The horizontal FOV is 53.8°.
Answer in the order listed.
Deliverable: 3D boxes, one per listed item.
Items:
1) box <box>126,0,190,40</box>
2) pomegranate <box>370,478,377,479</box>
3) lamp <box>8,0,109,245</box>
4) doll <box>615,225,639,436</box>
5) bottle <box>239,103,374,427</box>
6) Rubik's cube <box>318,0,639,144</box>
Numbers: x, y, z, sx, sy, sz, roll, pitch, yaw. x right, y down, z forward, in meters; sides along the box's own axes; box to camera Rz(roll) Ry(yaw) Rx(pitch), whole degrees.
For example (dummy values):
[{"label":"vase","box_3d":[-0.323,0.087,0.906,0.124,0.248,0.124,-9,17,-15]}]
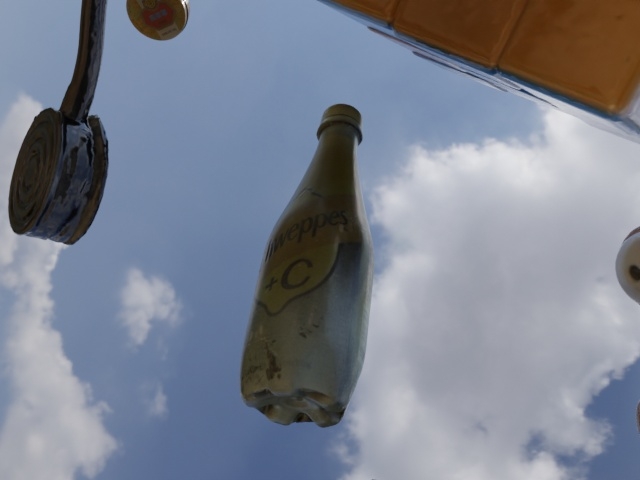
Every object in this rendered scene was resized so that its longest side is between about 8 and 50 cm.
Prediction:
[{"label":"box","box_3d":[-0.277,-0.397,1.080,0.105,0.106,0.037,-38,-152,32]},{"label":"pomegranate","box_3d":[0.067,0.312,0.443,0.254,0.254,0.270,-18,-116,41]},{"label":"lamp","box_3d":[-0.107,-0.175,0.252,0.130,0.109,0.371,51,-59,39]},{"label":"doll","box_3d":[0.388,0.121,0.650,0.160,0.094,0.364,168,-82,-71]},{"label":"bottle","box_3d":[0.000,0.000,0.474,0.083,0.083,0.269,-27,-138,38]},{"label":"Rubik's cube","box_3d":[0.219,-0.266,0.538,0.292,0.290,0.291,34,-70,31]}]
